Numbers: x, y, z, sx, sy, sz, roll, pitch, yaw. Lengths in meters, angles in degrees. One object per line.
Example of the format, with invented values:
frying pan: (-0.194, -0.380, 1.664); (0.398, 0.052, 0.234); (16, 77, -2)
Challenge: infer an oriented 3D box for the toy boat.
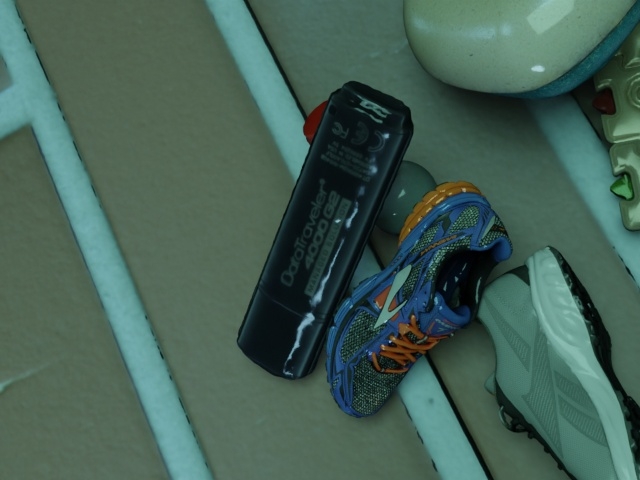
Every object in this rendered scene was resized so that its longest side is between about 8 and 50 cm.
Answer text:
toy boat: (0.133, -0.153, 0.991); (0.318, 0.148, 0.267); (-46, 31, 3)

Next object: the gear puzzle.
gear puzzle: (0.331, -0.084, 0.979); (0.175, 0.044, 0.339); (-10, 73, 11)

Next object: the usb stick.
usb stick: (0.000, 0.000, 0.957); (0.077, 0.045, 0.278); (29, 120, 13)

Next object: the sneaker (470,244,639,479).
sneaker: (0.200, 0.142, 0.918); (0.108, 0.100, 0.271); (-27, 61, 16)

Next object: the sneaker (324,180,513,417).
sneaker: (0.079, 0.057, 0.947); (0.221, 0.083, 0.087); (-60, 37, 12)
